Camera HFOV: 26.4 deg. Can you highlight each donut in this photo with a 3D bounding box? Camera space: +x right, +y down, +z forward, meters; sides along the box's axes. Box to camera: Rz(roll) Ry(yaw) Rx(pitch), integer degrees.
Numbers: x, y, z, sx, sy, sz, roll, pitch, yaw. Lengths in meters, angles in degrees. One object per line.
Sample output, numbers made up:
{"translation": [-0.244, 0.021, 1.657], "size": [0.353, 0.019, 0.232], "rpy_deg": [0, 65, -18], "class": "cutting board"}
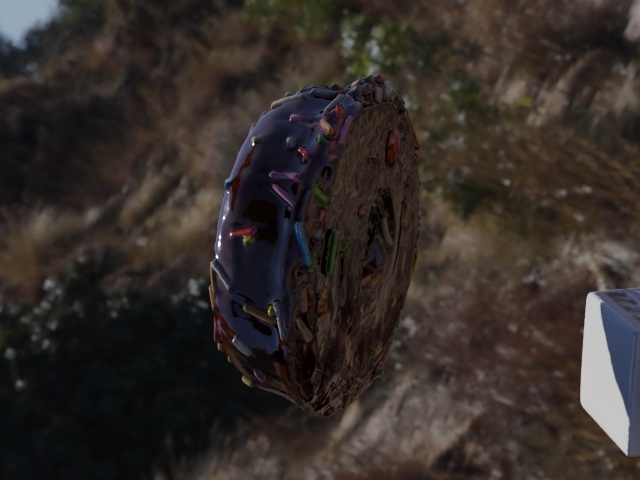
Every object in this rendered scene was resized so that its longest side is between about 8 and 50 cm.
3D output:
{"translation": [0.000, 0.000, 0.921], "size": [0.235, 0.089, 0.235], "rpy_deg": [10, -90, -69], "class": "donut"}

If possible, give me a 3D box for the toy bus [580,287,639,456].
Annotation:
{"translation": [0.274, 0.107, 0.846], "size": [0.302, 0.139, 0.113], "rpy_deg": [-124, 33, -73], "class": "toy bus"}
